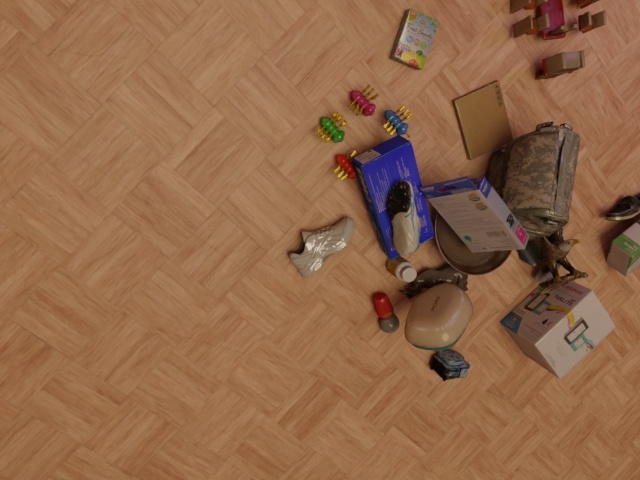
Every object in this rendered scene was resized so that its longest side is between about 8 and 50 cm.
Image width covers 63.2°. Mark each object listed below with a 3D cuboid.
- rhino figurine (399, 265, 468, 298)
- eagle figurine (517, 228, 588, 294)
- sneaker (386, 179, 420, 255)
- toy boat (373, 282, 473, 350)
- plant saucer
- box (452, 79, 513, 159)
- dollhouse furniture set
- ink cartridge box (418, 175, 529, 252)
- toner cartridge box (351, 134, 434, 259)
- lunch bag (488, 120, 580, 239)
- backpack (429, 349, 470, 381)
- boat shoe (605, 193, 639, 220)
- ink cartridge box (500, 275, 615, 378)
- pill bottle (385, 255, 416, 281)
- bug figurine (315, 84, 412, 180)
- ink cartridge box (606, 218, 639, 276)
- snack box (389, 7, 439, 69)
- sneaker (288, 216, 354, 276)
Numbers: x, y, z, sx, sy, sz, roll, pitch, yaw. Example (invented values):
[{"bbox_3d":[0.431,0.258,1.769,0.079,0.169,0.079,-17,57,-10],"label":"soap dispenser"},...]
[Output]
[{"bbox_3d":[0.376,0.141,1.716,0.244,0.073,0.106,-8,112,-7],"label":"rhino figurine"},{"bbox_3d":[0.780,0.008,1.762,0.226,0.225,0.298,-4,69,-54],"label":"eagle figurine"},{"bbox_3d":[0.248,-0.069,1.507,0.086,0.085,0.237,-32,127,-36],"label":"sneaker"},{"bbox_3d":[0.315,0.240,1.625,0.267,0.319,0.148,-46,126,-41],"label":"toy boat"},{"bbox_3d":[0.496,-0.042,1.685,0.311,0.050,0.310,0,91,-19],"label":"plant saucer"},{"bbox_3d":[0.513,-0.377,1.639,0.165,0.021,0.201,-25,111,-8],"label":"box"},{"bbox_3d":[0.714,-0.639,1.591,0.262,0.135,0.258,-10,96,-14],"label":"dollhouse furniture set"},{"bbox_3d":[0.447,-0.083,1.517,0.311,0.186,0.065,42,63,-26],"label":"ink cartridge box"},{"bbox_3d":[0.222,-0.122,1.553,0.165,0.075,0.347,-27,124,-7],"label":"toner cartridge box"},{"bbox_3d":[0.649,-0.173,1.564,0.213,0.256,0.304,16,77,-12],"label":"lunch bag"},{"bbox_3d":[0.456,0.429,1.803,0.115,0.105,0.084,7,104,-24],"label":"backpack"},{"bbox_3d":[1.106,-0.126,1.860,0.224,0.080,0.073,-16,104,-17],"label":"boat shoe"},{"bbox_3d":[0.830,0.294,1.826,0.270,0.198,0.197,-43,111,-3],"label":"ink cartridge box"},{"bbox_3d":[0.256,0.090,1.642,0.065,0.116,0.065,-4,106,-15],"label":"pill bottle"},{"bbox_3d":[0.120,-0.315,1.513,0.279,0.072,0.216,-41,106,3],"label":"bug figurine"},{"bbox_3d":[1.150,0.003,1.865,0.219,0.092,0.160,-37,143,-3],"label":"ink cartridge box"},{"bbox_3d":[0.270,-0.578,1.502,0.100,0.037,0.141,15,100,-21],"label":"snack box"},{"bbox_3d":[0.000,0.000,1.558,0.232,0.090,0.115,-44,109,-2],"label":"sneaker"}]
